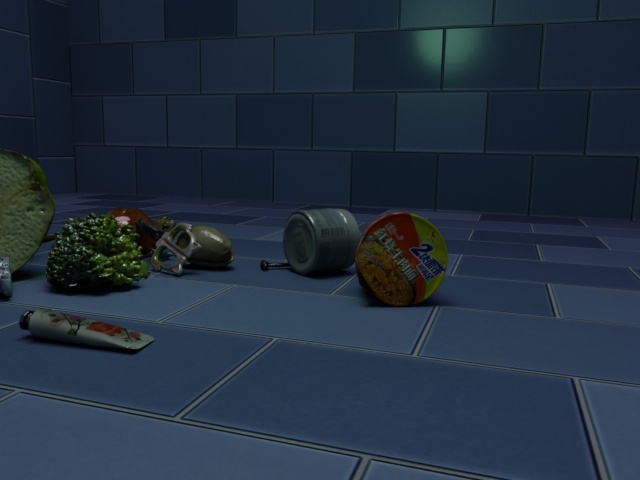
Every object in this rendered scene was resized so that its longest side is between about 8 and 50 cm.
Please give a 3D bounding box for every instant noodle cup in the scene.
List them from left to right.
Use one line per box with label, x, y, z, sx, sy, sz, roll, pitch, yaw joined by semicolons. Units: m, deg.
instant noodle cup;0.170;0.041;1.327;0.213;0.213;0.174;0;1;-6

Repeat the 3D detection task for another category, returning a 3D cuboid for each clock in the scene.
clock;-0.763;0.085;1.275;0.117;0.080;0.176;-5;13;-28

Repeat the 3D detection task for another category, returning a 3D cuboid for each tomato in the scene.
tomato;-0.609;-0.025;1.763;0.181;0.155;0.214;11;12;30

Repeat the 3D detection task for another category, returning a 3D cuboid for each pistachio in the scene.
pistachio;-0.327;0.021;1.611;0.185;0.124;0.124;12;14;30

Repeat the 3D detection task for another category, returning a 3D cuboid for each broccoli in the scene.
broccoli;-0.539;0.017;1.400;0.242;0.180;0.273;6;10;35

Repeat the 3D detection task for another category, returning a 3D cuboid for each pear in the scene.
pear;-0.878;-0.064;1.435;0.386;0.340;0.191;-26;12;-18

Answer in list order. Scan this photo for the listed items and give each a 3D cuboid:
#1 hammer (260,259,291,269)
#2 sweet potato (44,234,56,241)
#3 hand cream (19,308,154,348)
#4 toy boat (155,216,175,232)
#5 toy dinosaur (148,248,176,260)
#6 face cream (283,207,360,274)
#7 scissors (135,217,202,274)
hammer;-0.086;0.069;1.630;0.178;0.021;0.065;-1;9;-15
sweet potato;-0.963;-0.009;2.000;0.026;0.026;0.115;2;4;6
hand cream;-0.413;0.159;0.989;0.234;0.050;0.080;9;7;9
toy boat;-0.617;-0.061;2.259;0.077;0.057;0.200;4;8;-13
toy dinosaur;-0.480;0.043;1.712;0.083;0.030;0.047;4;12;17
face cream;0.000;0.000;1.575;0.153;0.177;0.177;-5;11;-34
scissors;-0.448;-0.004;1.603;0.317;0.160;0.024;30;-10;42
